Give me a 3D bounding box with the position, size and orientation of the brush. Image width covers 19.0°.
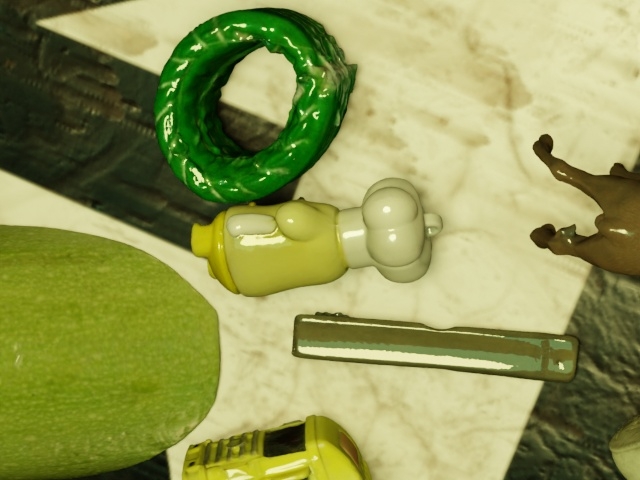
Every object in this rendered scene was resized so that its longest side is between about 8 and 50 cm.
[{"bbox_3d":[0.076,0.070,1.281,0.190,0.027,0.034,4,105,6],"label":"brush"}]

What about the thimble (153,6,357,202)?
[{"bbox_3d":[-0.042,-0.091,1.247,0.130,0.090,0.118,-26,91,17],"label":"thimble"}]

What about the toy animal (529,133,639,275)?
[{"bbox_3d":[0.237,0.010,1.169,0.186,0.214,0.093,20,96,42],"label":"toy animal"}]

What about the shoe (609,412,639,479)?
[{"bbox_3d":[0.346,0.145,1.177,0.316,0.124,0.159,-15,95,22],"label":"shoe"}]

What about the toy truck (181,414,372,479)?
[{"bbox_3d":[0.010,0.250,1.278,0.157,0.124,0.272,-20,97,1],"label":"toy truck"}]

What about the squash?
[{"bbox_3d":[-0.223,0.080,1.360,0.260,0.189,0.189,-4,101,-21],"label":"squash"}]

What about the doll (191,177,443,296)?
[{"bbox_3d":[0.000,0.000,1.254,0.162,0.106,0.062,-6,67,10],"label":"doll"}]
